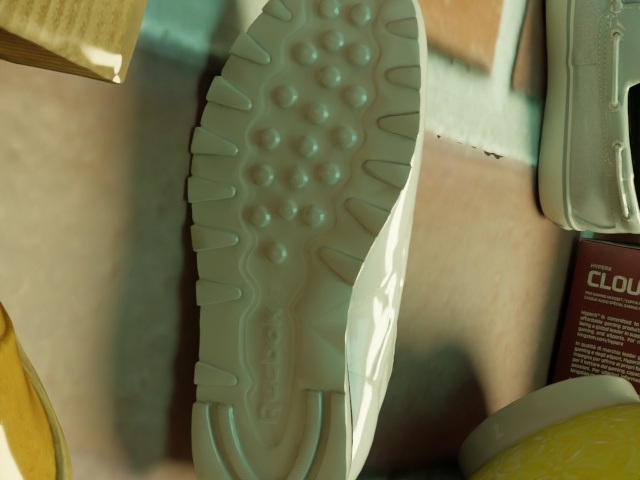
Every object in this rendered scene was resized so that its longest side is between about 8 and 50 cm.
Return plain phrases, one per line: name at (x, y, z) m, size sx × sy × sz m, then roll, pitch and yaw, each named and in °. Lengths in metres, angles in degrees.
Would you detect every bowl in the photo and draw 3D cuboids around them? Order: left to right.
bowl at (0.160, 0.171, 0.785) m, size 0.289 × 0.289 × 0.156 m, roll 42°, pitch 22°, yaw -56°

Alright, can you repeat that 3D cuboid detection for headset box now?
headset box at (0.252, 0.123, 1.000) m, size 0.218 × 0.110 × 0.293 m, roll 4°, pitch 97°, yaw -60°

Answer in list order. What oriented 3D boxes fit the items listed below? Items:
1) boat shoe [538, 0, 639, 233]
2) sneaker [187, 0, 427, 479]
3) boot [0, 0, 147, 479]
boat shoe at (0.185, -0.111, 0.833) m, size 0.079 × 0.081 × 0.227 m, roll -29°, pitch 125°, yaw -53°
sneaker at (0.000, 0.000, 0.574) m, size 0.095 × 0.090 × 0.235 m, roll -19°, pitch 123°, yaw -67°
boot at (-0.151, 0.007, 0.309) m, size 0.211 × 0.104 × 0.295 m, roll 21°, pitch 78°, yaw -54°
